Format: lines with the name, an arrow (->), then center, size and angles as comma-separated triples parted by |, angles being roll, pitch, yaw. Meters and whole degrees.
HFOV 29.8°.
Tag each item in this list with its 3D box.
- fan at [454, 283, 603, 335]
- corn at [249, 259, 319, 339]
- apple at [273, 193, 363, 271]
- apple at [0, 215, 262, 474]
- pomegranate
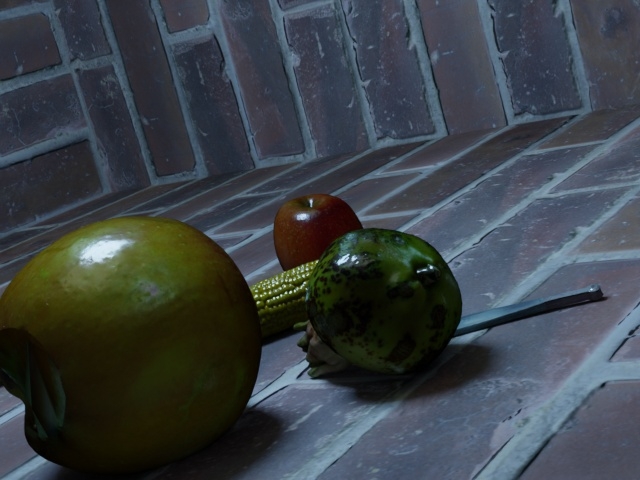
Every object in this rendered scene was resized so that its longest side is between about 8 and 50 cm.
fan -> 0.286, 0.111, 1.814 | 0.282, 0.023, 0.057 | -15, 10, 10
corn -> -0.066, 0.105, 2.089 | 0.310, 0.101, 0.101 | -19, 12, -22
apple -> 0.000, 0.000, 2.348 | 0.181, 0.168, 0.181 | -9, 17, 3
apple -> -0.275, 0.154, 1.647 | 0.374, 0.374, 0.384 | -26, -14, -42
pomegranate -> 0.066, 0.113, 1.710 | 0.276, 0.222, 0.204 | -46, 14, 13
